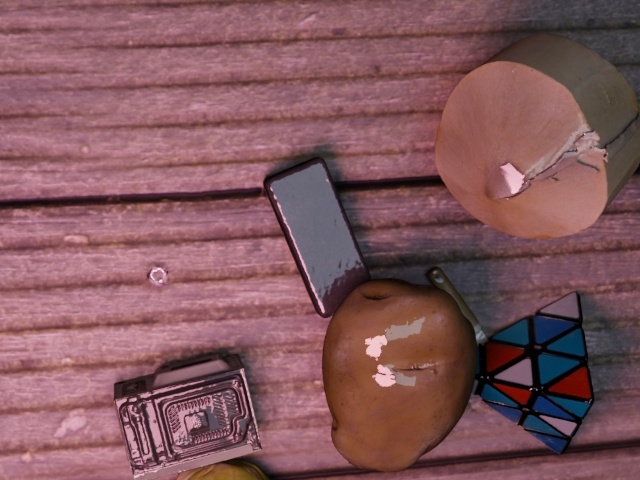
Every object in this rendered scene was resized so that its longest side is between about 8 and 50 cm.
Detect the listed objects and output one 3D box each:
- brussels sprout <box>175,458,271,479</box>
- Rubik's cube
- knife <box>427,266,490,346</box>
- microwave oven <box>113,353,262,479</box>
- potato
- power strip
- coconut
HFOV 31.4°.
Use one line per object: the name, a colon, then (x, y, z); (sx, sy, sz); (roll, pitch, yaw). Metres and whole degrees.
brussels sprout: (-0.146, 0.420, 1.832); (0.183, 0.131, 0.145); (41, 109, -12)
Rubik's cube: (0.400, 0.178, 1.885); (0.284, 0.250, 0.234); (34, 67, -12)
knife: (0.264, 0.168, 1.933); (0.047, 0.017, 0.298); (-39, 105, -5)
microwave oven: (-0.212, 0.278, 1.805); (0.208, 0.122, 0.162); (-14, 99, -8)
potato: (0.125, 0.206, 1.800); (0.243, 0.221, 0.326); (-24, 124, -34)
power strip: (0.000, 0.000, 1.844); (0.105, 0.070, 0.257); (-23, 97, -5)
coconut: (0.333, -0.157, 1.757); (0.323, 0.323, 0.323); (-1, 96, -10)
